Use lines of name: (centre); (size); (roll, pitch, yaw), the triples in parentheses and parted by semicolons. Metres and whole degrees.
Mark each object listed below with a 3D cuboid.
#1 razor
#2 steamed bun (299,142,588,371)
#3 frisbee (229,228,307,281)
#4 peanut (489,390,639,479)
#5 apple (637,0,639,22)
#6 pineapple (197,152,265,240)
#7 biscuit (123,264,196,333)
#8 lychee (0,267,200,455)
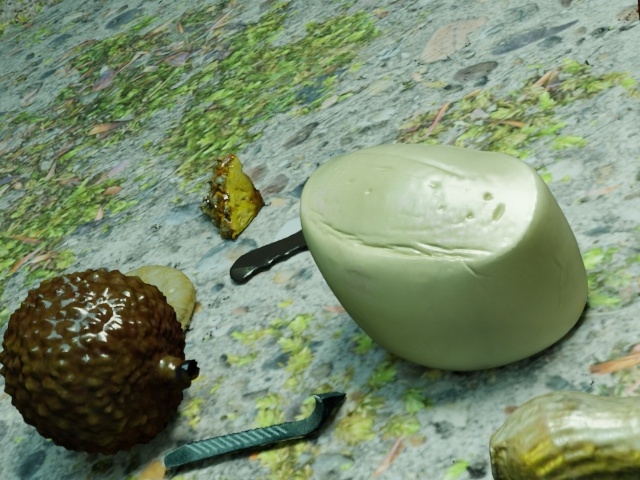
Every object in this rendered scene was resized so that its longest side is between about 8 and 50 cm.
razor: (-0.067, 0.189, 0.983); (0.190, 0.033, 0.066); (-22, -12, 16)
steamed bun: (0.103, 0.017, 0.932); (0.250, 0.200, 0.154); (3, 57, 32)
frisbee: (0.000, 0.000, 1.214); (0.211, 0.012, 0.187); (-38, 34, -15)
peanut: (0.224, 0.149, 0.755); (0.207, 0.087, 0.087); (-11, 36, 25)
apple: (0.459, -0.264, 1.036); (0.260, 0.216, 0.260); (-18, 33, 12)
pineapple: (-0.123, -0.054, 1.353); (0.077, 0.114, 0.114); (-5, -2, -34)
biscuit: (-0.247, 0.107, 1.237); (0.220, 0.033, 0.220); (-20, 34, 14)
lychee: (-0.223, 0.125, 1.040); (0.238, 0.200, 0.200); (6, 45, 33)
